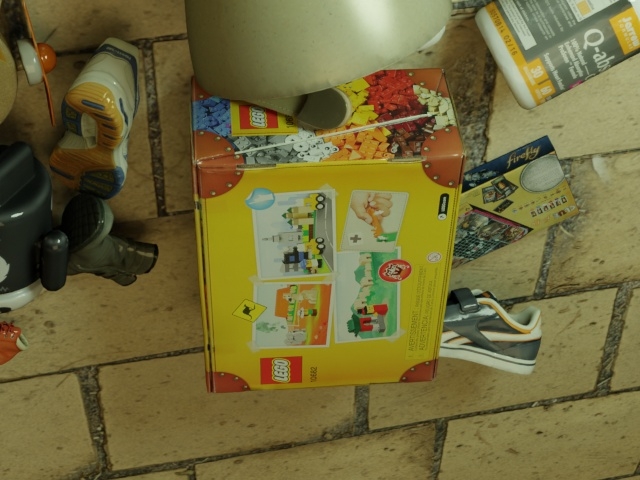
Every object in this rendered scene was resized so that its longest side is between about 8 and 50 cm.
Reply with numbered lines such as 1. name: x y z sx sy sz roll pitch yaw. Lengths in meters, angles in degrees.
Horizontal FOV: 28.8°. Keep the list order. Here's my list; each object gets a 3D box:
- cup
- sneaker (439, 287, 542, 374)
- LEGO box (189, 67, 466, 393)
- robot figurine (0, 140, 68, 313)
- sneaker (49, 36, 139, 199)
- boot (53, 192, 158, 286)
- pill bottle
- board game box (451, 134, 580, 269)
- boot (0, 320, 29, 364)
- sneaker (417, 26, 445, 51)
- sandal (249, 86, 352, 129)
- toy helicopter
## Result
1. cup: -0.028 -0.348 1.493 0.331 0.331 0.237 -17 119 1
2. sneaker: 0.233 0.140 2.180 0.321 0.126 0.127 11 101 -12
3. LEGO box: 0.000 0.000 1.886 0.372 0.193 0.500 -2 135 -5
4. robot figurine: -0.466 -0.021 1.764 0.173 0.209 0.278 -12 138 -23
5. sneaker: -0.295 -0.163 1.722 0.112 0.131 0.296 24 151 -8
6. boot: -0.314 0.002 1.874 0.161 0.083 0.246 9 158 -28
7. pill bottle: 0.369 -0.312 1.729 0.278 0.162 0.162 -28 136 12
8. board game box: 0.288 -0.057 2.050 0.243 0.042 0.165 -24 135 8
9. boot: -0.530 0.145 2.007 0.084 0.059 0.158 -22 145 2
10. sneaker: 0.068 -0.276 1.724 0.235 0.095 0.090 -7 132 -18
11. sandal: -0.057 -0.221 1.715 0.088 0.240 0.079 -63 166 15
12. toy helicopter: -0.422 -0.262 1.563 0.235 0.140 0.355 5 132 -28
